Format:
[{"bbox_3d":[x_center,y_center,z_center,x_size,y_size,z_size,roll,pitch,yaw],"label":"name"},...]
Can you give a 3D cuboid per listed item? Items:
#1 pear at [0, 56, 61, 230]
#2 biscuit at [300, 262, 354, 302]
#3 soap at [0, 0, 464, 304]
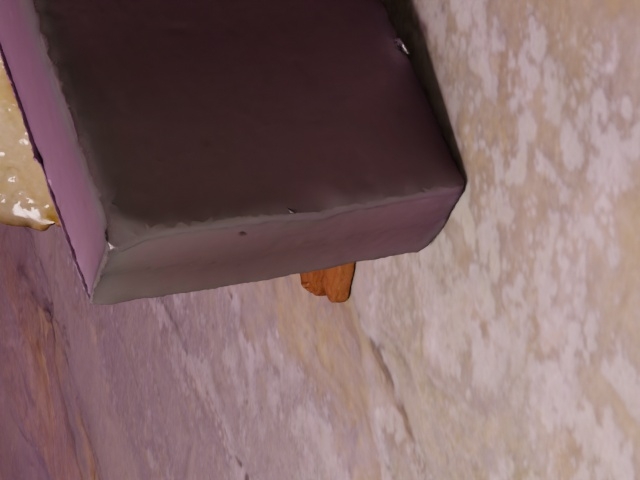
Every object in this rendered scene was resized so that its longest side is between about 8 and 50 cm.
[{"bbox_3d":[-0.235,-0.208,1.871,0.191,0.340,0.387,-90,9,-57],"label":"pear"},{"bbox_3d":[0.000,0.000,1.670,0.130,0.019,0.102,-145,56,-67],"label":"biscuit"},{"bbox_3d":[-0.077,-0.115,1.430,0.296,0.285,0.107,69,151,27],"label":"soap"}]
